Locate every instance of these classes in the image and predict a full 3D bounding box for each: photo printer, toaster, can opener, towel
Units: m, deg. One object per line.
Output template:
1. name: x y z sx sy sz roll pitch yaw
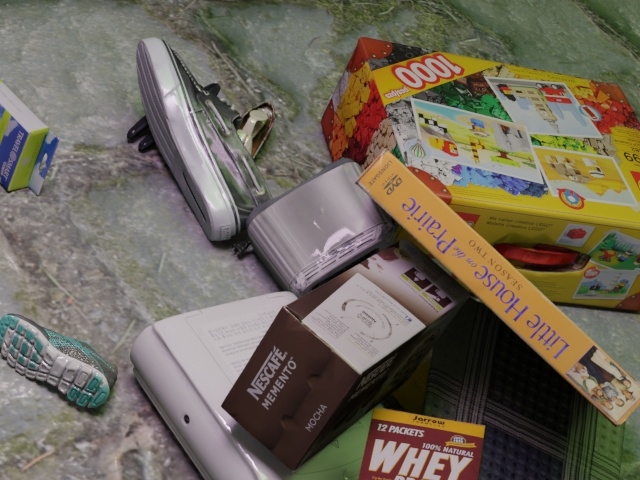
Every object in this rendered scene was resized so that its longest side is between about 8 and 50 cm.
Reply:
1. photo printer: -0.056 0.214 1.741 0.256 0.107 0.307 -12 52 -42
2. toaster: 0.000 0.000 1.980 0.227 0.129 0.146 -30 61 -9
3. can opener: -0.233 -0.196 2.165 0.059 0.073 0.186 44 49 10
4. towel: 0.265 0.249 1.852 0.312 0.056 0.324 28 47 -11

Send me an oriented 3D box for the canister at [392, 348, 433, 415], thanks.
1. canister: 0.191 0.196 1.935 0.170 0.073 0.126 -21 59 -42

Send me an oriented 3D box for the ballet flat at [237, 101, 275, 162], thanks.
1. ballet flat: -0.121 -0.151 2.156 0.077 0.079 0.221 27 38 0

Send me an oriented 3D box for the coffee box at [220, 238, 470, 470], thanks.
1. coffee box: 0.035 0.127 1.662 0.119 0.168 0.297 41 31 13

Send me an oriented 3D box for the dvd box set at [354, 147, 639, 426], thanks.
1. dvd box set: 0.223 0.054 1.768 0.420 0.062 0.307 43 4 5

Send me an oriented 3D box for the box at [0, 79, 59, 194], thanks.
1. box: -0.444 -0.153 1.948 0.178 0.109 0.042 44 37 22

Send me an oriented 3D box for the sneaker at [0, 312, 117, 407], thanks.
1. sneaker: -0.321 0.142 1.726 0.166 0.065 0.076 35 22 6

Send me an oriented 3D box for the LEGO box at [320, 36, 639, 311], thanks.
1. LEGO box: 0.289 -0.102 2.236 0.500 0.193 0.372 7 43 -24

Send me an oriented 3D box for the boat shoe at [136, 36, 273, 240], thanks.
1. boat shoe: -0.170 -0.155 2.062 0.119 0.121 0.335 -19 74 -21

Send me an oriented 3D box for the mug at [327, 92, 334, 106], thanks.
1. mug: 0.051 -0.225 2.361 0.064 0.062 0.078 -17 47 -32

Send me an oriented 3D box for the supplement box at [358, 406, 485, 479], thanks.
1. supplement box: 0.100 0.327 1.560 0.129 0.194 0.191 9 38 7
